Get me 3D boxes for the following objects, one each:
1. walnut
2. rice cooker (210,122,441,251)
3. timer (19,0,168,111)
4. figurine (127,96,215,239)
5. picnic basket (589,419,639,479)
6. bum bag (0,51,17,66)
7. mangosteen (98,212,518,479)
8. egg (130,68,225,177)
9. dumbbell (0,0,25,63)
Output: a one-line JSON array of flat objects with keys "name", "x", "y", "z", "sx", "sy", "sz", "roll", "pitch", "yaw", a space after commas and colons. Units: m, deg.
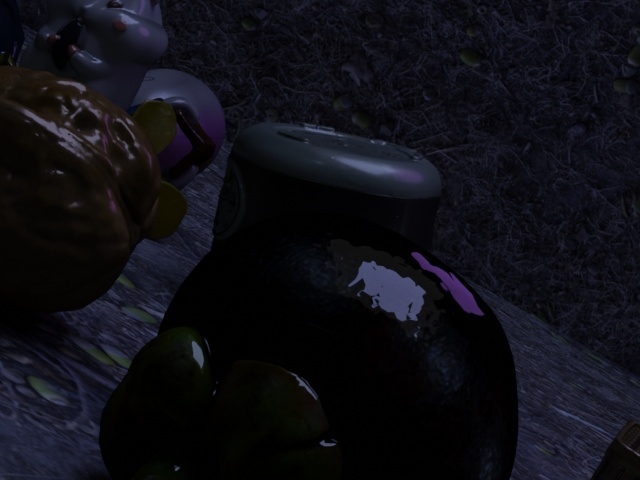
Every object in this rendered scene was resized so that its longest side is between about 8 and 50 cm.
[{"name": "walnut", "x": -0.282, "y": -0.050, "z": 1.443, "sx": 0.257, "sy": 0.224, "sz": 0.257, "roll": 20, "pitch": -34, "yaw": 15}, {"name": "rice cooker", "x": -0.002, "y": 0.002, "z": 1.928, "sx": 0.288, "sy": 0.277, "sz": 0.288, "roll": 12, "pitch": 12, "yaw": -3}, {"name": "timer", "x": -0.305, "y": -0.189, "z": 1.902, "sx": 0.291, "sy": 0.315, "sz": 0.291, "roll": 29, "pitch": 9, "yaw": -5}, {"name": "figurine", "x": -0.288, "y": -0.153, "z": 2.238, "sx": 0.338, "sy": 0.204, "sz": 0.283, "roll": 20, "pitch": 26, "yaw": 39}, {"name": "picnic basket", "x": 0.421, "y": 0.341, "z": 1.646, "sx": 0.313, "sy": 0.175, "sz": 0.228, "roll": 32, "pitch": 7, "yaw": 15}, {"name": "bum bag", "x": -0.389, "y": -0.102, "z": 1.530, "sx": 0.060, "sy": 0.232, "sz": 0.106, "roll": 11, "pitch": -55, "yaw": 55}, {"name": "mangosteen", "x": -0.001, "y": 0.135, "z": 1.141, "sx": 0.300, "sy": 0.300, "sz": 0.300, "roll": 29, "pitch": 8, "yaw": -4}, {"name": "egg", "x": -0.264, "y": -0.185, "z": 2.501, "sx": 0.196, "sy": 0.196, "sz": 0.271, "roll": 33, "pitch": 16, "yaw": 24}, {"name": "dumbbell", "x": -0.502, "y": -0.241, "z": 1.734, "sx": 0.325, "sy": 0.160, "sz": 0.144, "roll": 7, "pitch": 38, "yaw": 19}]
